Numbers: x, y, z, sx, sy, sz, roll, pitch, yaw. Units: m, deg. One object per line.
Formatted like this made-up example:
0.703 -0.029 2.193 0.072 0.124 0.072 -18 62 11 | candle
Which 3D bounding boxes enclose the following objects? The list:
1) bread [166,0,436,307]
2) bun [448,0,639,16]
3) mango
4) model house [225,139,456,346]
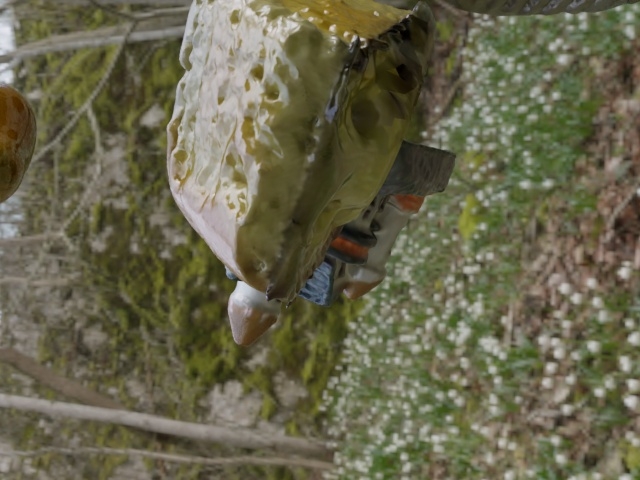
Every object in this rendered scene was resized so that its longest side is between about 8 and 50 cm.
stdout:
-0.024 -0.076 0.696 0.262 0.163 0.204 -39 -35 -68 | bread
0.139 -0.271 0.629 0.281 0.282 0.204 28 -119 -61 | bun
-0.316 -0.088 0.956 0.085 0.184 0.102 24 -70 -35 | mango
0.000 0.000 1.131 0.300 0.190 0.271 -67 -16 9 | model house
